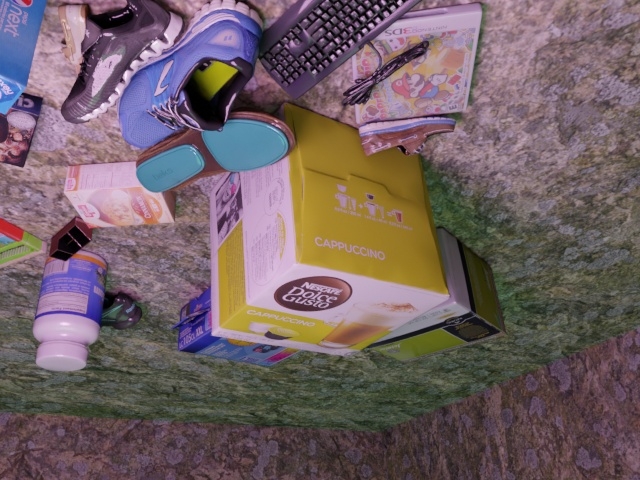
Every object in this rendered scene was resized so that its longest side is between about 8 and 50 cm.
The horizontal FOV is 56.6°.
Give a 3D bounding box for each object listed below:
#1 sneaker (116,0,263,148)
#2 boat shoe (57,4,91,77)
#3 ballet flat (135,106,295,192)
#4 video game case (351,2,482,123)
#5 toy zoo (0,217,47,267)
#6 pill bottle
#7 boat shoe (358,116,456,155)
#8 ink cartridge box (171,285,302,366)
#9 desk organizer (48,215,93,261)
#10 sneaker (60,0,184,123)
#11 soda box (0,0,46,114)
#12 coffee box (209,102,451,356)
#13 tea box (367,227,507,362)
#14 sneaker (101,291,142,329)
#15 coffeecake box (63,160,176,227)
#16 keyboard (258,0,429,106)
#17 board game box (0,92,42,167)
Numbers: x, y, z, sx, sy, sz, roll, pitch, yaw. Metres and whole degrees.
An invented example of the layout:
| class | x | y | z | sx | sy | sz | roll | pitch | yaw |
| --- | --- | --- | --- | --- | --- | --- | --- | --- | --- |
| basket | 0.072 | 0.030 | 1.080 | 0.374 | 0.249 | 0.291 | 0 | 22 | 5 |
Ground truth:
| class | x | y | z | sx | sy | sz | roll | pitch | yaw |
| --- | --- | --- | --- | --- | --- | --- | --- | --- | --- |
| sneaker | -0.221 | -0.231 | 0.938 | 0.129 | 0.147 | 0.330 | 23 | 141 | -39 |
| boat shoe | -0.371 | -0.298 | 0.903 | 0.045 | 0.050 | 0.135 | 6 | 139 | -12 |
| ballet flat | -0.182 | -0.174 | 1.066 | 0.342 | 0.124 | 0.116 | -15 | 121 | 31 |
| video game case | 0.157 | -0.291 | 1.011 | 0.206 | 0.026 | 0.227 | -6 | 150 | 3 |
| toy zoo | -0.802 | -0.018 | 1.339 | 0.192 | 0.030 | 0.293 | -16 | 149 | 19 |
| pill bottle | -0.614 | 0.172 | 1.456 | 0.152 | 0.272 | 0.152 | -4 | 151 | -2 |
| boat shoe | 0.165 | -0.193 | 1.117 | 0.183 | 0.066 | 0.066 | -6 | -174 | 1 |
| ink cartridge box | -0.241 | 0.246 | 1.772 | 0.395 | 0.151 | 0.270 | 20 | 142 | -34 |
| desk organizer | -0.579 | -0.002 | 1.380 | 0.130 | 0.050 | 0.047 | -29 | 142 | 36 |
| sneaker | -0.316 | -0.273 | 0.869 | 0.234 | 0.078 | 0.106 | -40 | 140 | 10 |
| soda box | -0.412 | -0.272 | 0.772 | 0.067 | 0.210 | 0.071 | -29 | 142 | 36 |
| coffee box | 0.000 | 0.000 | 1.180 | 0.337 | 0.339 | 0.334 | 14 | 145 | -30 |
| tea box | 0.280 | 0.169 | 1.636 | 0.328 | 0.220 | 0.323 | -23 | 145 | 29 |
| sneaker | -0.647 | 0.205 | 1.717 | 0.267 | 0.101 | 0.106 | -13 | 127 | 15 |
| coffeecake box | -0.408 | -0.094 | 1.229 | 0.185 | 0.068 | 0.142 | -4 | 151 | -1 |
| keyboard | 0.060 | -0.311 | 0.905 | 0.201 | 0.033 | 0.317 | 38 | 132 | -27 |
| board game box | -0.620 | -0.215 | 1.012 | 0.243 | 0.042 | 0.165 | 13 | 146 | -28 |
